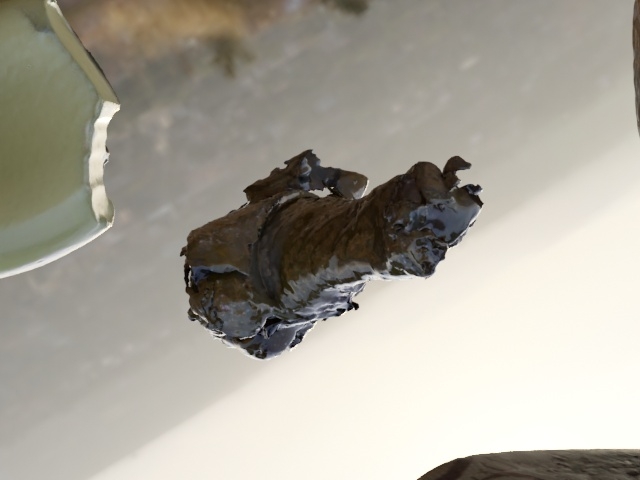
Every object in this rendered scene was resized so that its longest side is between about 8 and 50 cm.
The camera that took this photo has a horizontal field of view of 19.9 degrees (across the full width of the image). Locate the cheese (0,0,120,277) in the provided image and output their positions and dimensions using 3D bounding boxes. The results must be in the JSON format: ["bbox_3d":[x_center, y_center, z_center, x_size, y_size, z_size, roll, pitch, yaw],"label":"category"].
[{"bbox_3d":[-0.210,-0.010,0.911,0.255,0.127,0.050,-35,179,3],"label":"cheese"}]

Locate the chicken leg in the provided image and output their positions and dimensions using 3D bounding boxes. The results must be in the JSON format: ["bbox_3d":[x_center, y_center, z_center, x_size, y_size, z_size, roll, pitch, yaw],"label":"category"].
[{"bbox_3d":[-0.006,0.005,0.874,0.125,0.080,0.196,-38,-171,-14],"label":"chicken leg"}]

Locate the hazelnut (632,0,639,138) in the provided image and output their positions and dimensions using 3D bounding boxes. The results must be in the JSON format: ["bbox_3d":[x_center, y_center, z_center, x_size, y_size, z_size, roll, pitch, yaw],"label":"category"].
[{"bbox_3d":[0.291,-0.092,1.145,0.181,0.212,0.181,-2,159,0],"label":"hazelnut"}]

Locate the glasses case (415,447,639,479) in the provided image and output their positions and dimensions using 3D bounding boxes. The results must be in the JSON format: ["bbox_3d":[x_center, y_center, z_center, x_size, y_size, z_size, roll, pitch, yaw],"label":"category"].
[{"bbox_3d":[0.126,0.147,0.665,0.085,0.137,0.355,19,-174,41],"label":"glasses case"}]
